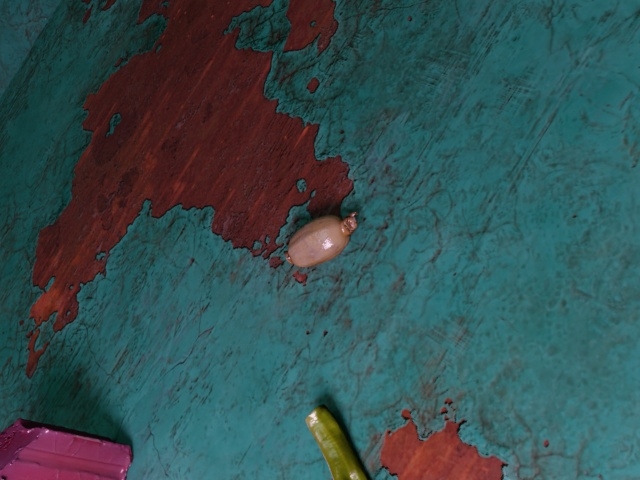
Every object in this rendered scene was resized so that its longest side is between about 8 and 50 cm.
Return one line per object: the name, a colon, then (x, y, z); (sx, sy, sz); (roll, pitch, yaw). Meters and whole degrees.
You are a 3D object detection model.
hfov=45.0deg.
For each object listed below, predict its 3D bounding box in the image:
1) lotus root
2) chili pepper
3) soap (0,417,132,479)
lotus root: (0.000, 0.000, 1.262); (0.150, 0.062, 0.073); (-29, 54, 27)
chili pepper: (0.035, 0.319, 1.084); (0.201, 0.052, 0.050); (57, 137, 39)
soap: (-0.451, 0.394, 1.307); (0.099, 0.250, 0.162); (15, 77, 41)
